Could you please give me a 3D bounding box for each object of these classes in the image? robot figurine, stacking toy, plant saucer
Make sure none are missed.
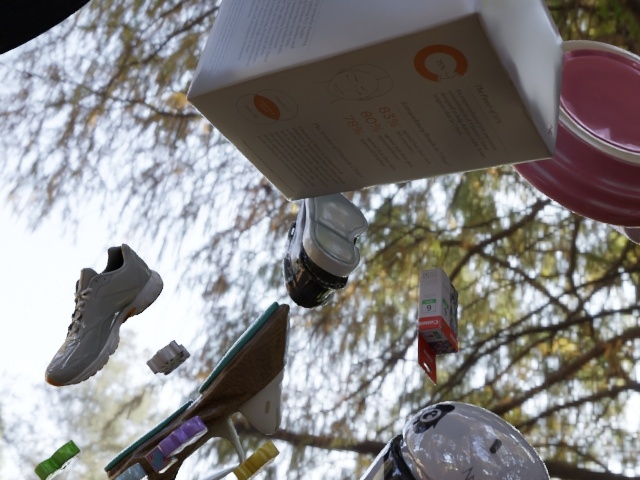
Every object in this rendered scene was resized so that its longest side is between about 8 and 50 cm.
[{"bbox_3d":[0.102,0.291,0.786,0.173,0.209,0.278,31,-79,-23],"label":"robot figurine"},{"bbox_3d":[-0.177,0.235,0.836,0.167,0.221,0.052,48,-4,14],"label":"stacking toy"},{"bbox_3d":[0.401,-0.170,1.113,0.332,0.332,0.084,16,-40,-5],"label":"plant saucer"}]

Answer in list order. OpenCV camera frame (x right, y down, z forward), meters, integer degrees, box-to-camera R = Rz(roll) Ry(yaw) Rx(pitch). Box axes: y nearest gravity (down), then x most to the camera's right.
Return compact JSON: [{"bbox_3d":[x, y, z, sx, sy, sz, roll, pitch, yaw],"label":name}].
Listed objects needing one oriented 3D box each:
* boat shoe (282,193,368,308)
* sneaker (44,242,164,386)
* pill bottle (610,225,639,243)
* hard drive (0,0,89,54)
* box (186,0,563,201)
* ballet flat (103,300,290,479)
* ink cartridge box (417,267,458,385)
[{"bbox_3d":[0.000,0.000,1.152,0.114,0.302,0.091,35,-70,-3],"label":"boat shoe"},{"bbox_3d":[-0.370,0.113,1.274,0.099,0.262,0.121,-4,-49,37],"label":"sneaker"},{"bbox_3d":[0.456,-0.076,1.201,0.107,0.180,0.108,-6,-64,-13],"label":"pill bottle"},{"bbox_3d":[-0.374,-0.289,0.881,0.054,0.254,0.172,25,-40,31],"label":"hard drive"},{"bbox_3d":[0.064,-0.189,0.876,0.345,0.168,0.215,-7,-35,33],"label":"box"},{"bbox_3d":[-0.130,0.233,1.030,0.124,0.342,0.116,45,4,3],"label":"ballet flat"},{"bbox_3d":[0.132,0.095,0.879,0.029,0.115,0.063,-11,-37,24],"label":"ink cartridge box"}]
